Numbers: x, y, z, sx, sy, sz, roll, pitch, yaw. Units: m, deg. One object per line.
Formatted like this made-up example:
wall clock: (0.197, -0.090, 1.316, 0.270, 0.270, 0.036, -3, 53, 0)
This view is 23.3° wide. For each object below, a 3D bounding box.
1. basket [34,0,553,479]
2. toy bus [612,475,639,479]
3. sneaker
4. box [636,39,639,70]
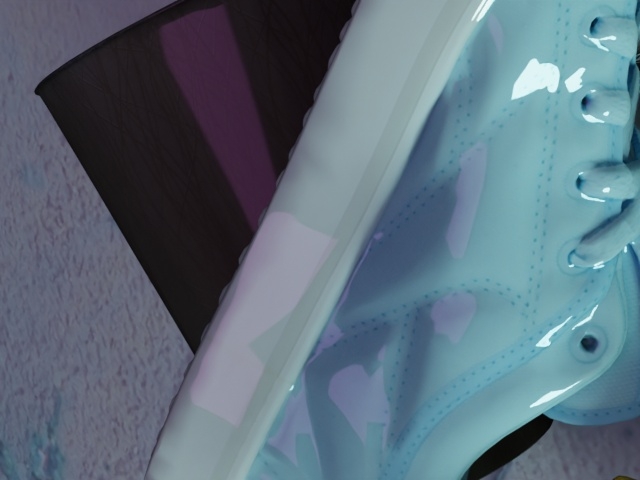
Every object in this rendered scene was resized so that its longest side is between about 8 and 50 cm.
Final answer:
basket: (0.000, 0.000, 0.688, 0.204, 0.154, 0.227, -20, 95, 42)
toy bus: (0.151, 0.125, 0.542, 0.149, 0.211, 0.220, 23, 119, 39)
sneaker: (0.071, -0.022, 0.527, 0.150, 0.135, 0.366, 27, 119, 2)
box: (0.111, -0.201, 0.541, 0.183, 0.056, 0.231, -41, 70, 46)
